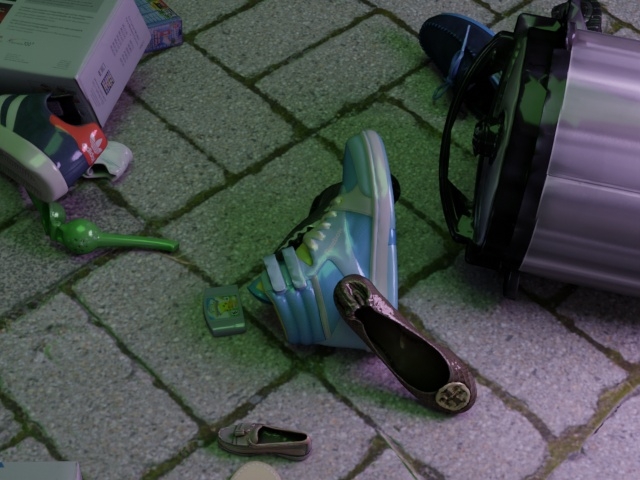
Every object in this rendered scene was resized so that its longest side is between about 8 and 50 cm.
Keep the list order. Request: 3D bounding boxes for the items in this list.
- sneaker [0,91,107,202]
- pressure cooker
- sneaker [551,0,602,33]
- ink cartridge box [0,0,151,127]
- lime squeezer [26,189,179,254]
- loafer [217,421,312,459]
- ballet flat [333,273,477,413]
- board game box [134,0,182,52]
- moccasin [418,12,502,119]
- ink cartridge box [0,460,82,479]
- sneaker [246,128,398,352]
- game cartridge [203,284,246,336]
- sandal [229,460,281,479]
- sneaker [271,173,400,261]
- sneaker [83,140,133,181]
[{"bbox_3d":[-0.460,-0.185,1.683,0.350,0.131,0.148,33,65,33],"label":"sneaker"},{"bbox_3d":[0.384,-0.120,1.550,0.421,0.375,0.369,11,52,5],"label":"pressure cooker"},{"bbox_3d":[0.458,-0.299,1.873,0.109,0.130,0.286,-4,42,17],"label":"sneaker"},{"bbox_3d":[-0.456,-0.348,1.793,0.310,0.130,0.271,12,61,18],"label":"ink cartridge box"},{"bbox_3d":[-0.371,-0.038,1.636,0.310,0.058,0.110,25,52,19],"label":"lime squeezer"},{"bbox_3d":[-0.072,0.254,1.407,0.125,0.039,0.045,7,49,2],"label":"loafer"},{"bbox_3d":[0.111,0.143,1.433,0.250,0.084,0.058,46,14,-8],"label":"ballet flat"},{"bbox_3d":[-0.381,-0.390,1.944,0.194,0.060,0.194,-29,57,-27],"label":"board game box"},{"bbox_3d":[0.275,-0.268,1.833,0.117,0.137,0.342,-31,56,-22],"label":"moccasin"},{"bbox_3d":[-0.337,0.368,1.160,0.171,0.232,0.168,0,47,-4],"label":"ink cartridge box"},{"bbox_3d":[0.000,0.000,1.518,0.208,0.127,0.318,-1,79,0],"label":"sneaker"},{"bbox_3d":[-0.140,0.100,1.557,0.056,0.017,0.083,-10,50,-8],"label":"game cartridge"},{"bbox_3d":[-0.098,0.351,1.294,0.088,0.079,0.240,15,49,9],"label":"sandal"},{"bbox_3d":[0.011,-0.023,1.640,0.234,0.078,0.106,-40,23,-11],"label":"sneaker"},{"bbox_3d":[-0.379,-0.135,1.723,0.152,0.053,0.061,12,52,6],"label":"sneaker"}]
